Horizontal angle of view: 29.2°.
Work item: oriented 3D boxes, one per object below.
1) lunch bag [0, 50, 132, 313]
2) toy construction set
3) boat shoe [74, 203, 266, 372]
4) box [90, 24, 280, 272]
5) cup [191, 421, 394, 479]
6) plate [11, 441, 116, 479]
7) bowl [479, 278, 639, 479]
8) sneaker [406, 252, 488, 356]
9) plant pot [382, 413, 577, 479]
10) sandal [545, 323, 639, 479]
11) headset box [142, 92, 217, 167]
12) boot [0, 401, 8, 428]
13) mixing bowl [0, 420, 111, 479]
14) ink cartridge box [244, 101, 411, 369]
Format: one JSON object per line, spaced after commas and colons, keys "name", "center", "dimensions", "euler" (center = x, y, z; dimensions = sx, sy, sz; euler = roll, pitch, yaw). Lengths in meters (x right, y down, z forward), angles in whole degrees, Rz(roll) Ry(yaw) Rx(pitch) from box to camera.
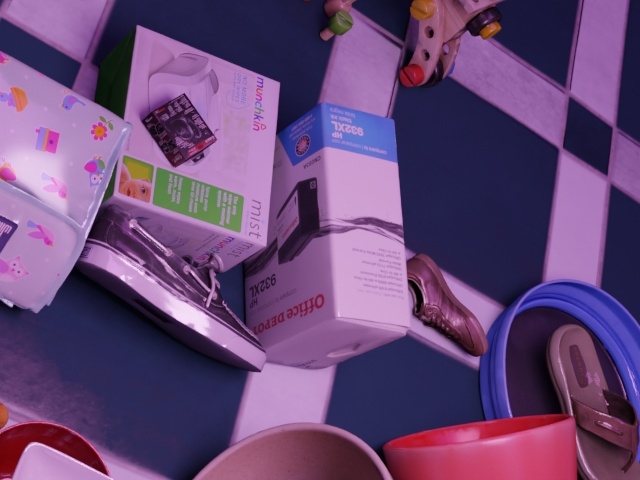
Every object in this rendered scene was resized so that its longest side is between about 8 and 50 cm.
{"name": "lunch bag", "center": [-0.382, -0.069, 1.473], "dimensions": [0.223, 0.160, 0.262], "euler": [30, 70, -30]}
{"name": "toy construction set", "center": [0.158, -0.406, 1.970], "dimensions": [0.309, 0.237, 0.257], "euler": [4, 69, -36]}
{"name": "boat shoe", "center": [-0.174, 0.063, 1.578], "dimensions": [0.306, 0.113, 0.105], "euler": [36, 69, -26]}
{"name": "box", "center": [-0.189, -0.117, 1.660], "dimensions": [0.231, 0.127, 0.262], "euler": [19, 60, -28]}
{"name": "cup", "center": [-0.009, 0.422, 1.480], "dimensions": [0.237, 0.331, 0.331], "euler": [53, 44, -42]}
{"name": "plate", "center": [-0.246, 0.395, 1.314], "dimensions": [0.277, 0.045, 0.278], "euler": [31, 53, -22]}
{"name": "bowl", "center": [0.415, 0.258, 1.995], "dimensions": [0.391, 0.077, 0.391], "euler": [16, 62, -32]}
{"name": "sneaker", "center": [0.181, 0.113, 1.897], "dimensions": [0.071, 0.066, 0.188], "euler": [-36, 89, -24]}
{"name": "plant pot", "center": [0.240, 0.381, 1.704], "dimensions": [0.275, 0.275, 0.243], "euler": [-6, 83, -39]}
{"name": "sandal", "center": [0.436, 0.271, 1.897], "dimensions": [0.120, 0.086, 0.302], "euler": [-14, 80, -40]}
{"name": "headset box", "center": [-0.178, -0.138, 1.572], "dimensions": [0.062, 0.032, 0.083], "euler": [-39, 96, -39]}
{"name": "boot", "center": [-0.494, 0.223, 1.283], "dimensions": [0.211, 0.295, 0.104], "euler": [2, 77, -79]}
{"name": "mixing bowl", "center": [-0.335, 0.303, 1.386], "dimensions": [0.181, 0.098, 0.181], "euler": [16, 63, -33]}
{"name": "ink cartridge box", "center": [0.000, 0.000, 1.687], "dimensions": [0.129, 0.223, 0.307], "euler": [11, 65, -34]}
